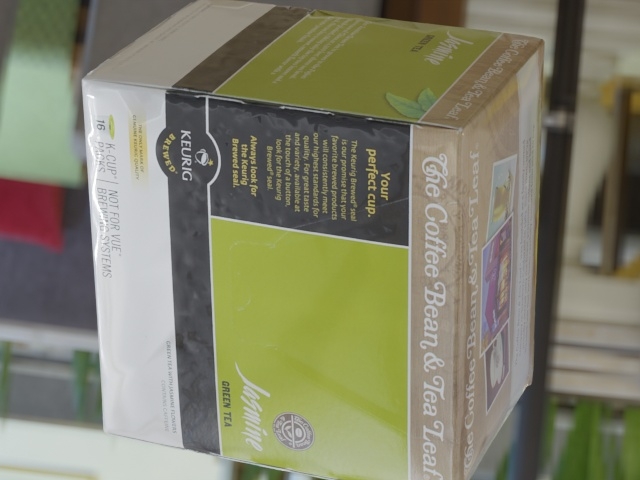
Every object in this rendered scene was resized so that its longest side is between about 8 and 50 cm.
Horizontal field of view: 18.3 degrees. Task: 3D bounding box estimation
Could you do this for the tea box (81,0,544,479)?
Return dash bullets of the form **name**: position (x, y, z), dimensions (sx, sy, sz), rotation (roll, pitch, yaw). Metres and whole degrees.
- **tea box**: position (0.000, 0.000, 1.635), dimensions (0.323, 0.329, 0.220), rotation (10, -152, 20)
